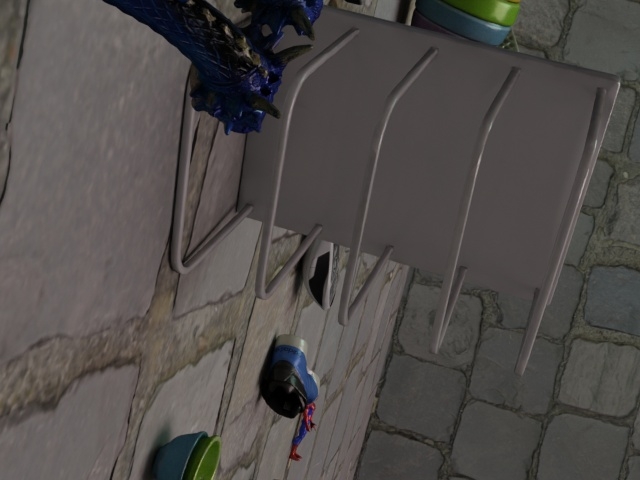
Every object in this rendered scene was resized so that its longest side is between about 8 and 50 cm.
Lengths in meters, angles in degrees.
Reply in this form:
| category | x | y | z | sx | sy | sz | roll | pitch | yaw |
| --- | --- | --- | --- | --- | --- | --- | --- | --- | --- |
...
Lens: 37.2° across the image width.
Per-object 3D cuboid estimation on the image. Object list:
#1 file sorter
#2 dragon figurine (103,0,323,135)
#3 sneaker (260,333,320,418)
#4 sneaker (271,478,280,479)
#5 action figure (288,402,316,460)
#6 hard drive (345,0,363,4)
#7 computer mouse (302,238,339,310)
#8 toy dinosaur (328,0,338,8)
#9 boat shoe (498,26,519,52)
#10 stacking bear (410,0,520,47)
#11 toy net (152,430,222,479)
| category | x | y | z | sx | sy | sz | roll | pitch | yaw |
| --- | --- | --- | --- | --- | --- | --- | --- | --- | --- |
| file sorter | 0.053 | -0.042 | 0.701 | 0.173 | 0.277 | 0.193 | -54 | 157 | -60 |
| dragon figurine | -0.069 | -0.121 | 0.268 | 0.289 | 0.144 | 0.085 | 75 | 32 | -72 |
| sneaker | -0.037 | 0.190 | 1.189 | 0.152 | 0.058 | 0.085 | 84 | 17 | -54 |
| sneaker | -0.084 | 0.391 | 1.188 | 0.094 | 0.081 | 0.209 | 88 | 20 | -54 |
| action figure | -0.024 | 0.300 | 1.551 | 0.038 | 0.030 | 0.115 | 14 | 89 | -75 |
| hard drive | 0.048 | -0.325 | 0.984 | 0.094 | 0.022 | 0.135 | 40 | 65 | -79 |
| computer mouse | 0.000 | 0.000 | 1.178 | 0.106 | 0.042 | 0.193 | -67 | 163 | -61 |
| toy dinosaur | 0.002 | -0.254 | 0.801 | 0.183 | 0.053 | 0.093 | 101 | -8 | -68 |
| boat shoe | 0.250 | -0.294 | 1.664 | 0.156 | 0.186 | 0.500 | 99 | 0 | -51 |
| stacking bear | 0.243 | -0.388 | 1.424 | 0.289 | 0.164 | 0.175 | -65 | 168 | 23 |
| toy net | -0.127 | 0.262 | 0.836 | 0.232 | 0.045 | 0.122 | 95 | 14 | -49 |
